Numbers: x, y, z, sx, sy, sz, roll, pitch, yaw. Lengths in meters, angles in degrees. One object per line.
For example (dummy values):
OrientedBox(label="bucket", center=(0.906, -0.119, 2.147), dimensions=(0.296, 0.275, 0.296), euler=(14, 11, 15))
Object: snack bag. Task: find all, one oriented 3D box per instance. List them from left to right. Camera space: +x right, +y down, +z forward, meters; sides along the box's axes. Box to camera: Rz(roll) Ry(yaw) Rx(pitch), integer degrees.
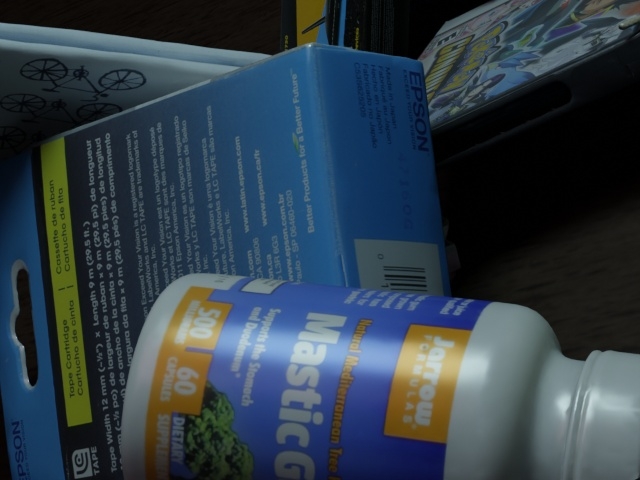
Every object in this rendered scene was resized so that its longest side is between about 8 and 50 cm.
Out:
OrientedBox(label="snack bag", center=(-0.216, -0.054, 1.442), dimensions=(0.342, 0.323, 0.037), euler=(132, 136, -53))

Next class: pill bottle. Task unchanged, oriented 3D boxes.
OrientedBox(label="pill bottle", center=(0.045, 0.103, 1.040), dimensions=(0.272, 0.152, 0.152), euler=(5, 48, 18))

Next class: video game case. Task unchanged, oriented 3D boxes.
OrientedBox(label="video game case", center=(0.155, -0.138, 1.361), dimensions=(0.248, 0.035, 0.275), euler=(-24, 17, 32))

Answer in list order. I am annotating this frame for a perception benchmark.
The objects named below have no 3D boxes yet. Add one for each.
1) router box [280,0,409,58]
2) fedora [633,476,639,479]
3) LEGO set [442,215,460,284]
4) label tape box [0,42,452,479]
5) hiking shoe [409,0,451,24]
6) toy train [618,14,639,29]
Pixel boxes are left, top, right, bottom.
OrientedBox(label="router box", center=(0.019, -0.187, 1.548), dimensions=(0.133, 0.046, 0.179), euler=(9, 98, 59))
OrientedBox(label="fedora", center=(0.163, 0.248, 0.725), dimensions=(0.334, 0.334, 0.152), euler=(-51, -6, -13))
OrientedBox(label="LEGO set", center=(0.000, 0.000, 1.431), dimensions=(0.132, 0.107, 0.287), euler=(-11, 20, -12))
OrientedBox(label="label tape box", center=(-0.076, 0.035, 1.295), dimensions=(0.348, 0.115, 0.249), euler=(-16, 78, 44))
OrientedBox(label="hiking shoe", center=(0.082, -0.218, 1.596), dimensions=(0.132, 0.113, 0.304), euler=(-54, 18, -4))
OrientedBox(label="toy train", center=(0.292, -0.215, 1.158), dimensions=(0.248, 0.143, 0.105), euler=(-13, 28, -5))
